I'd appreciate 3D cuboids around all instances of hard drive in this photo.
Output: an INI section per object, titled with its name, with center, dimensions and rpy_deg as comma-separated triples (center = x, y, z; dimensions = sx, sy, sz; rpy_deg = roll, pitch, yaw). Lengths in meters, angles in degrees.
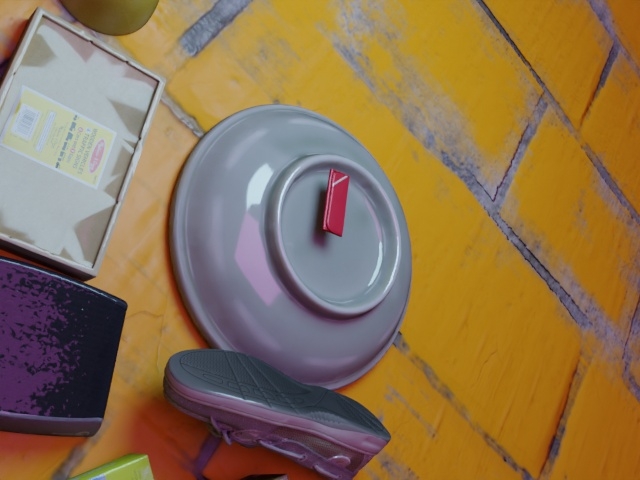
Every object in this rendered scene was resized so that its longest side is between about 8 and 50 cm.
[hard drive]
center = -0.320, 0.098, 0.747
dimensions = 0.254, 0.054, 0.172
rpy_deg = 21, 67, -33

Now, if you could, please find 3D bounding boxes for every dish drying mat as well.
[dish drying mat]
center = 0.020, -0.048, 0.955
dimensions = 0.032, 0.008, 0.083
rpy_deg = 21, 66, -34

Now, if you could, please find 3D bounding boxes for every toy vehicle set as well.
[toy vehicle set]
center = -0.287, -0.107, 0.836
dimensions = 0.166, 0.035, 0.267
rpy_deg = 28, 63, -30

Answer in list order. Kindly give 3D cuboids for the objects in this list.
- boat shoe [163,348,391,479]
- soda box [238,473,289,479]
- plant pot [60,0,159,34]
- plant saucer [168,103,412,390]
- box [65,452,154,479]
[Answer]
[boat shoe]
center = -0.054, 0.218, 0.893
dimensions = 0.320, 0.118, 0.103
rpy_deg = 27, 100, -38
[soda box]
center = -0.106, 0.311, 0.828
dimensions = 0.181, 0.061, 0.058
rpy_deg = -5, 82, -56
[plant pot]
center = -0.237, -0.325, 0.891
dimensions = 0.134, 0.095, 0.134
rpy_deg = 10, 73, -37
[plant saucer]
center = 0.000, 0.000, 0.998
dimensions = 0.400, 0.100, 0.401
rpy_deg = 11, 73, -37
[box]
center = -0.248, 0.299, 0.763
dimensions = 0.178, 0.042, 0.109
rpy_deg = -14, 88, -41
